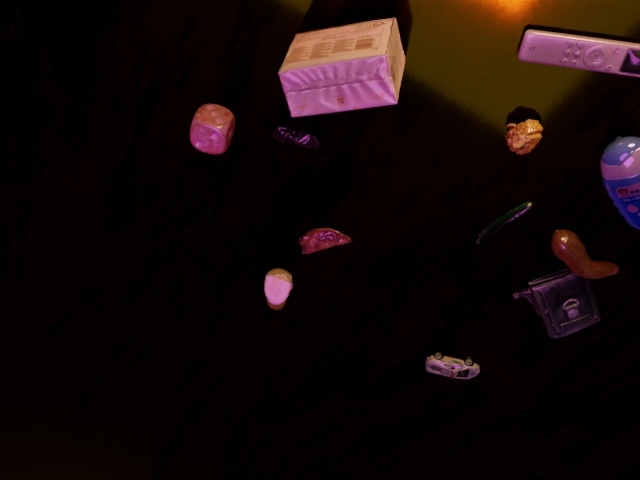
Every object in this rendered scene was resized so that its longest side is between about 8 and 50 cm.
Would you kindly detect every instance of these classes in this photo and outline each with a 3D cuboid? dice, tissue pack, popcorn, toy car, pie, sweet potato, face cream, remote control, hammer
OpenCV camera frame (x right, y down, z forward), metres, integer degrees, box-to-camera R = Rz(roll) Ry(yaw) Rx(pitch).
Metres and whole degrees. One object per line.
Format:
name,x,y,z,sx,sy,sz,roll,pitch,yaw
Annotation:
dice,-0.268,-0.277,1.467,0.091,0.093,0.094,16,136,0
tissue pack,0.050,-0.360,1.226,0.225,0.184,0.124,-4,131,18
popcorn,0.456,-0.228,1.327,0.084,0.084,0.084,8,137,8
toy car,0.456,0.440,2.036,0.186,0.058,0.093,11,135,5
pie,0.000,0.000,1.723,0.170,0.034,0.092,-20,130,33
sweet potato,0.691,0.049,1.557,0.233,0.062,0.081,31,116,-20
face cream,0.732,-0.134,1.344,0.149,0.083,0.264,-27,123,32
remote control,0.536,-0.375,1.187,0.261,0.029,0.067,10,137,5
hammer,0.658,0.206,1.761,0.078,0.021,0.201,-26,124,35

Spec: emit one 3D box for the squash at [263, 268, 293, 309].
squash,-0.140,0.182,1.922,0.090,0.075,0.200,-8,140,-13

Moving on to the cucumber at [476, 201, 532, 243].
cucumber,0.477,-0.049,1.541,0.036,0.033,0.184,49,132,1

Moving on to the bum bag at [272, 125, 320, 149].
bum bag,-0.060,-0.256,1.474,0.125,0.034,0.057,11,151,5

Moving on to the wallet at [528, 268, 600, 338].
wallet,0.703,0.180,1.688,0.160,0.055,0.236,-23,126,13
